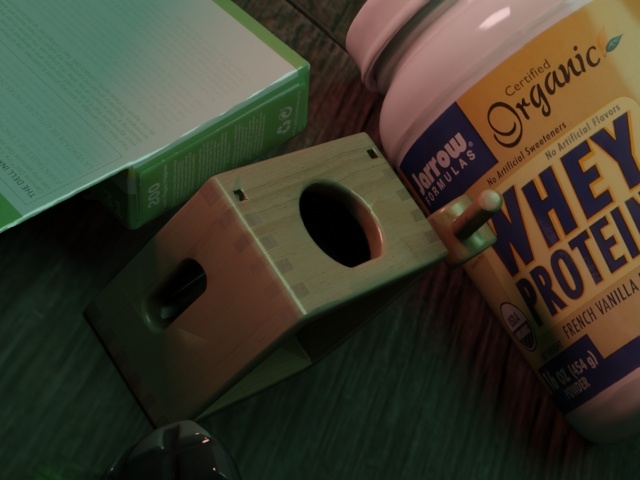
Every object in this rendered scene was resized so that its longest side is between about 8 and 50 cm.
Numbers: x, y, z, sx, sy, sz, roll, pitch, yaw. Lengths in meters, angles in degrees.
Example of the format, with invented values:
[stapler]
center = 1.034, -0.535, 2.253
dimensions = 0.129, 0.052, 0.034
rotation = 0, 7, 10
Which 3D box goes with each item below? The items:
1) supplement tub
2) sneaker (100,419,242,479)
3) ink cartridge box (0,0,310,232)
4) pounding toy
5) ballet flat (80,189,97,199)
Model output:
[supplement tub]
center = 0.180, -0.053, 0.903
dimensions = 0.228, 0.228, 0.316
rotation = -21, 73, -50
[sneaker]
center = -0.045, 0.207, 0.601
dimensions = 0.106, 0.101, 0.267
rotation = 38, 33, -48
[ink cartridge box]
center = -0.146, -0.072, 0.713
dimensions = 0.235, 0.056, 0.171
rotation = -33, 60, -28
[pounding toy]
center = 0.009, -0.006, 0.739
dimensions = 0.206, 0.181, 0.094
rotation = -21, 73, -50
[ballet flat]
center = -0.089, -0.070, 0.805
dimensions = 0.052, 0.057, 0.168
rotation = 46, 37, -24
